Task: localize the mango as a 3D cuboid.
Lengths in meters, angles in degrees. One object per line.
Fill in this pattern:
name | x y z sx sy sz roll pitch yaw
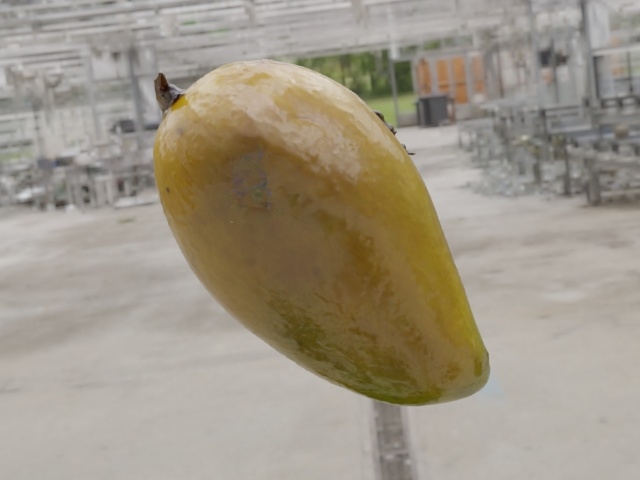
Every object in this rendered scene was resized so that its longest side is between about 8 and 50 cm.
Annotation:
mango | 0.000 0.000 0.466 0.101 0.187 0.066 -36 11 14
